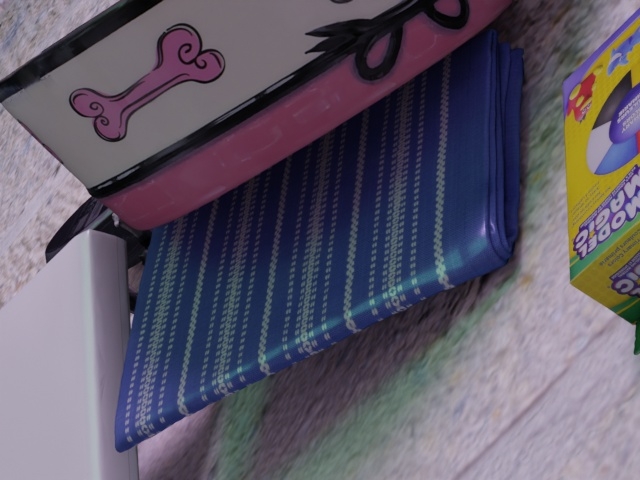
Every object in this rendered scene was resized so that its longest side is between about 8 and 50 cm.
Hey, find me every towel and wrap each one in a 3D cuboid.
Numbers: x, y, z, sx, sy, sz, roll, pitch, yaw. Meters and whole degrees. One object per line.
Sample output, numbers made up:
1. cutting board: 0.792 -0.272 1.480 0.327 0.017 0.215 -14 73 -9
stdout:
1. towel: 0.000 0.000 1.331 0.336 0.040 0.243 -28 34 28

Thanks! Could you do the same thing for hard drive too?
1. hard drive: -0.215 0.199 1.471 0.233 0.047 0.353 -39 47 43

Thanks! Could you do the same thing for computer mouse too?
1. computer mouse: -0.160 -0.039 1.861 0.272 0.072 0.188 -36 19 27

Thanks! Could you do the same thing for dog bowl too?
1. dog bowl: -0.033 -0.156 1.402 0.408 0.150 0.408 -31 7 4

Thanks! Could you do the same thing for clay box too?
1. clay box: 0.192 -0.052 1.029 0.127 0.053 0.222 -46 21 32

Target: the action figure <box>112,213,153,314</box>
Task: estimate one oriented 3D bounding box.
1. action figure: -0.131 0.005 1.609 0.164 0.141 0.276 -58 22 3
